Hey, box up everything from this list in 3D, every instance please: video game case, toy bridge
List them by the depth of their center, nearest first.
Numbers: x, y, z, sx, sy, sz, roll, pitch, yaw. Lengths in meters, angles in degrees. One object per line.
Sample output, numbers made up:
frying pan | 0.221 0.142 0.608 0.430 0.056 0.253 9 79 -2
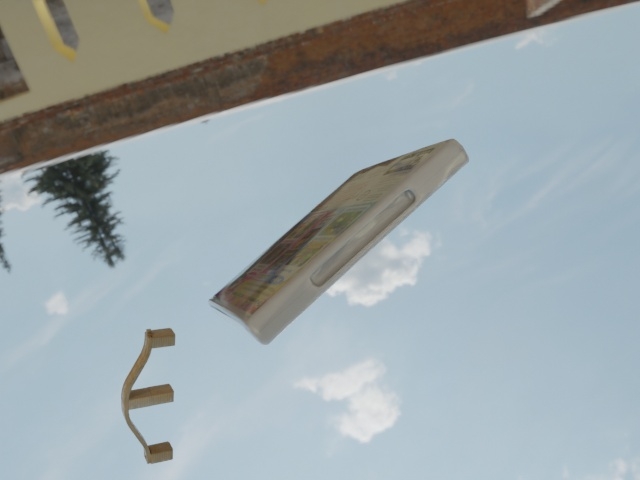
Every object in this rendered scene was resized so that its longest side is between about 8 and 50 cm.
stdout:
video game case | 0.000 0.000 0.402 0.143 0.019 0.157 -42 -170 -13
toy bridge | -0.218 0.197 0.853 0.063 0.188 0.026 -5 -160 -27
